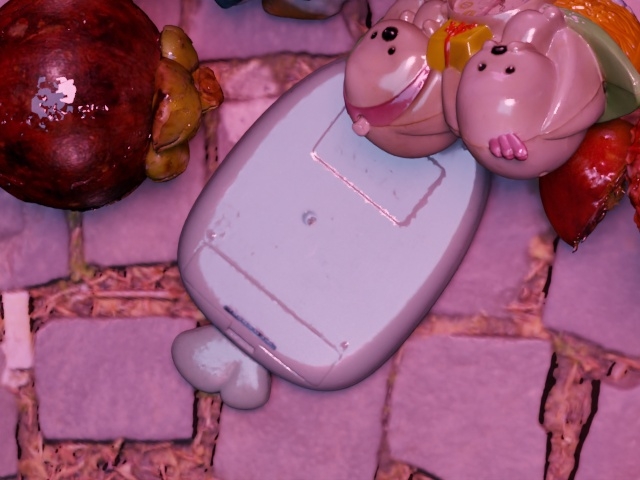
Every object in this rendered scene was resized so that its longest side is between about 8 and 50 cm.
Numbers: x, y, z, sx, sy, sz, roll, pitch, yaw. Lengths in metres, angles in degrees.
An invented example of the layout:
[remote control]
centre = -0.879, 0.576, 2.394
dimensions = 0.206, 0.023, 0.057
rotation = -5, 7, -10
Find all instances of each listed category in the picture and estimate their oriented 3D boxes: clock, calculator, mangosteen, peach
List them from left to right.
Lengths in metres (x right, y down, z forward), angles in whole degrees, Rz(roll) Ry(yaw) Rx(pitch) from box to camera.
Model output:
[mangosteen]
centre = -0.153, -0.098, 1.144
dimensions = 0.180, 0.166, 0.166
rotation = 6, 98, 9
[calculator]
centre = 0.000, 0.000, 1.176
dimensions = 0.184, 0.042, 0.295
rotation = 39, 103, 7
[clock]
centre = 0.104, -0.104, 1.052
dimensions = 0.231, 0.144, 0.103
rotation = 12, 134, 45
[peach]
centre = 0.175, -0.043, 1.102
dimensions = 0.061, 0.098, 0.098
rotation = 34, 104, 10

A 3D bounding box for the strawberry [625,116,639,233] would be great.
[strawberry]
centre = 0.240, -0.049, 1.049
dimensions = 0.087, 0.208, 0.167
rotation = -34, 81, 55

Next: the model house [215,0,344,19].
[model house]
centre = -0.032, -0.213, 1.061
dimensions = 0.291, 0.253, 0.184
rotation = -25, 92, 22
